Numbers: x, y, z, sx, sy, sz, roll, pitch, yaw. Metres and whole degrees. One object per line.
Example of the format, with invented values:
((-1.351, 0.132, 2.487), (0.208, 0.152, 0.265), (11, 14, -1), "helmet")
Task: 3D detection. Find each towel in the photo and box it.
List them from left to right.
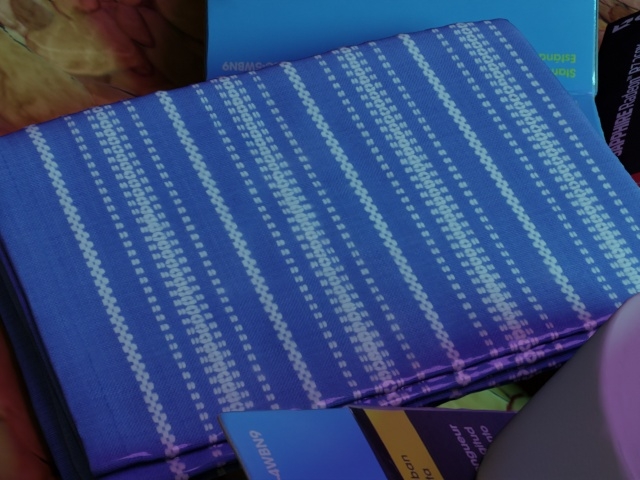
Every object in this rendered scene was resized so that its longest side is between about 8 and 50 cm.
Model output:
((0.000, 0.000, 0.925), (0.336, 0.040, 0.243), (-15, 51, -18), "towel")

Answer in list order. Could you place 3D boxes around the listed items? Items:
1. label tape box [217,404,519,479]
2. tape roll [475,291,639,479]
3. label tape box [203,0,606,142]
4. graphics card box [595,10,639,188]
((0.110, 0.207, 0.833), (0.348, 0.115, 0.249), (5, 44, -40), "label tape box")
((0.207, 0.155, 0.796), (0.286, 0.100, 0.286), (27, 34, -20), "tape roll")
((0.051, -0.173, 1.149), (0.241, 0.105, 0.333), (1, 25, 0), "label tape box")
((0.255, -0.002, 1.197), (0.232, 0.094, 0.371), (59, 27, -18), "graphics card box")
